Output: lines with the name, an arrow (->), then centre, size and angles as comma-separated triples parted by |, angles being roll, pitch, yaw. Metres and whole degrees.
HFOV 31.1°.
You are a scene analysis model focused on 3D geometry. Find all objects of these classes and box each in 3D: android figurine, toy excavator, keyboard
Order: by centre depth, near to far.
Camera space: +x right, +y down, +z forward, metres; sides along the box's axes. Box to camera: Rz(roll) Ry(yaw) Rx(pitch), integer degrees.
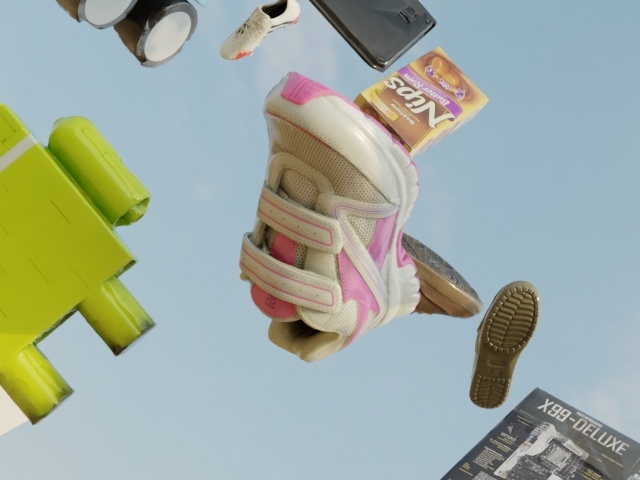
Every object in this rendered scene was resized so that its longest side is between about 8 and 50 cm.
android figurine -> -0.261, 0.003, 0.902 | 0.273, 0.248, 0.056 | 48, -4, 3
keyboard -> 0.006, -0.339, 1.252 | 0.317, 0.201, 0.033 | 49, -38, -4
toy excavator -> -0.164, -0.463, 1.535 | 0.222, 0.445, 0.433 | 43, 7, 21

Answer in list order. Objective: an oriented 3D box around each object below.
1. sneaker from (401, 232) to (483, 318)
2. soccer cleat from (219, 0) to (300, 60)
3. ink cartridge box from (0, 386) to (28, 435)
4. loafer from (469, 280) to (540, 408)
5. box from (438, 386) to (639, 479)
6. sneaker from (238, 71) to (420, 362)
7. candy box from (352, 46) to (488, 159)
sneaker -> 0.050, 0.029, 0.964 | 0.188, 0.071, 0.066 | 30, 18, -25
soccer cleat -> -0.056, -0.191, 1.023 | 0.029, 0.083, 0.035 | 60, 2, 26
ink cartridge box -> -0.319, 0.137, 1.053 | 0.089, 0.092, 0.143 | 63, -23, -6
loafer -> 0.186, 0.103, 1.199 | 0.056, 0.050, 0.148 | 16, -69, -7
box -> 0.253, 0.276, 0.993 | 0.307, 0.242, 0.076 | 28, -53, 26
sneaker -> 0.000, 0.000, 0.784 | 0.103, 0.111, 0.252 | 29, -30, 34
candy box -> 0.136, -0.186, 1.594 | 0.109, 0.187, 0.053 | 48, -38, 8
